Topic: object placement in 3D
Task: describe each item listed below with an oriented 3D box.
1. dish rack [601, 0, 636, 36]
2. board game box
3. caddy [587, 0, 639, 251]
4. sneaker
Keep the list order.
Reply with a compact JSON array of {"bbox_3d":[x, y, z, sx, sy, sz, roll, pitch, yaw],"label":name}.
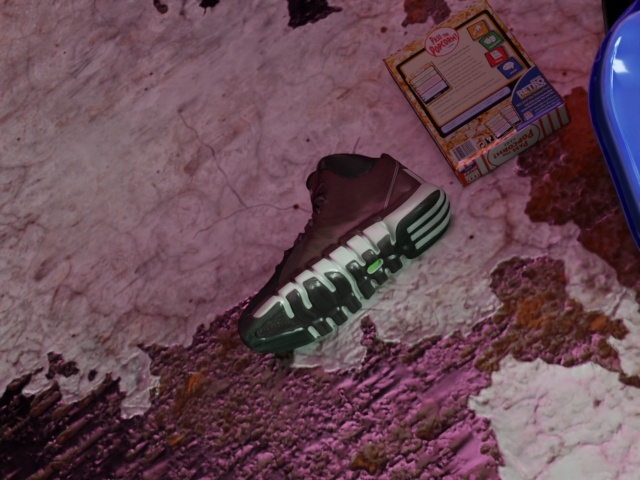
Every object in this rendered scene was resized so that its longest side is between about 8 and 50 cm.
[{"bbox_3d":[0.451,-0.244,1.074,0.272,0.074,0.208,-8,65,19],"label":"dish rack"},{"bbox_3d":[0.181,-0.180,1.172,0.147,0.045,0.193,-31,59,7],"label":"board game box"},{"bbox_3d":[0.396,-0.098,0.944,0.241,0.179,0.341,-19,87,17],"label":"caddy"},{"bbox_3d":[0.000,0.000,1.144,0.281,0.106,0.162,-35,53,-8],"label":"sneaker"}]
